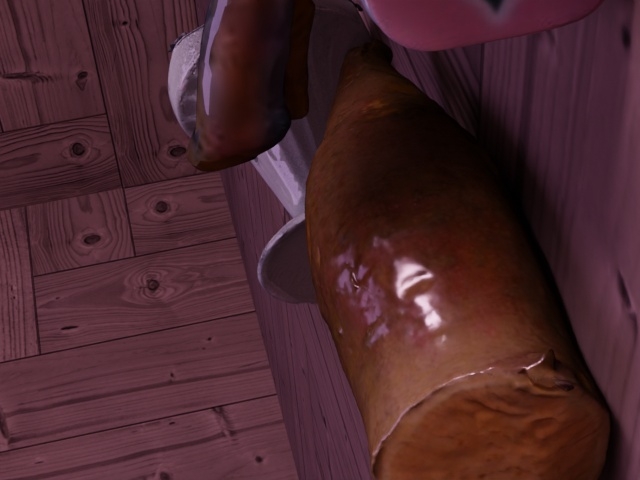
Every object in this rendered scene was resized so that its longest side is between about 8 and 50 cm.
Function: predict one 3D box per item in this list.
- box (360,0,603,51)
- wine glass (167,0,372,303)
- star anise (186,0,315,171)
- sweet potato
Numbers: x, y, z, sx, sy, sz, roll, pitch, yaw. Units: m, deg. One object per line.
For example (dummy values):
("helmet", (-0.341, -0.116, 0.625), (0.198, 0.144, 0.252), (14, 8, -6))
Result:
("box", (0.019, -0.240, 0.597), (0.369, 0.112, 0.190), (-114, 15, -59))
("wine glass", (-0.013, -0.068, 0.972), (0.165, 0.165, 0.196), (88, 163, -54))
("star anise", (-0.077, -0.189, 0.476), (0.237, 0.148, 0.346), (23, -131, -68))
("sweet potato", (0.046, -0.006, 0.713), (0.131, 0.131, 0.336), (86, 168, -48))
